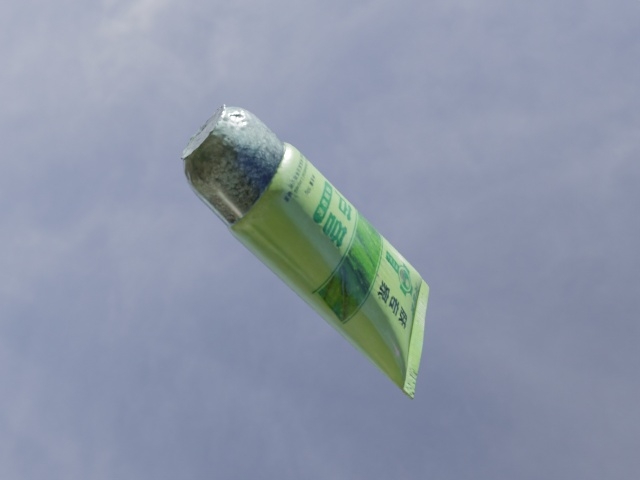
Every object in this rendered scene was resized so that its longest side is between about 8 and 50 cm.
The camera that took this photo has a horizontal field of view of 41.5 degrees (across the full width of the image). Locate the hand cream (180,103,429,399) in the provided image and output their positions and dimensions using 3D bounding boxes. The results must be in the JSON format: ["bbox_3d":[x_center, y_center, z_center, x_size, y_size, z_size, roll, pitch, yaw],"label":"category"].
[{"bbox_3d":[0.000,0.000,0.460,0.046,0.175,0.095,-36,-158,32],"label":"hand cream"}]
